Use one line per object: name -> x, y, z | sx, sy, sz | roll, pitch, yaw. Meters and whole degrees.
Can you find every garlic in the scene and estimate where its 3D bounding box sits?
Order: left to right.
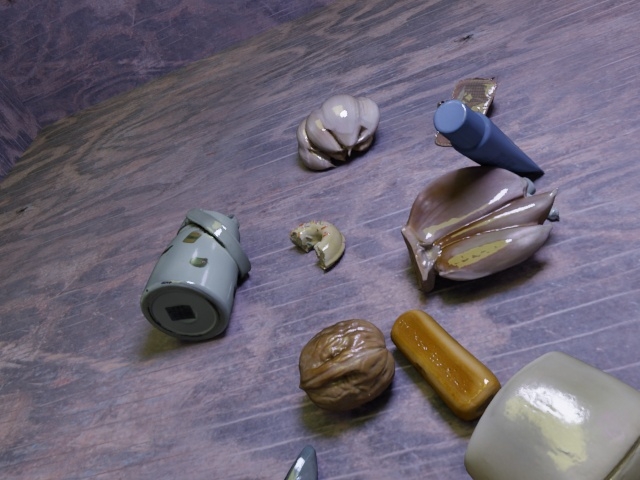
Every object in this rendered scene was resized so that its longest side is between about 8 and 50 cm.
garlic -> 0.048, -0.331, 1.560 | 0.281, 0.185, 0.203 | -20, 55, 10
garlic -> 0.318, -0.036, 1.095 | 0.325, 0.132, 0.279 | -26, 52, 4

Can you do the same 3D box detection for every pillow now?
pillow -> 0.402, -0.355, 1.436 | 0.135, 0.034, 0.211 | 12, 79, 43

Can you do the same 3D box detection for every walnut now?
walnut -> 0.043, 0.232, 0.960 | 0.184, 0.155, 0.155 | -29, 38, 3

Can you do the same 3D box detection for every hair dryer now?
hair dryer -> 0.462, -0.079, 1.140 | 0.082, 0.047, 0.137 | -37, 46, -10

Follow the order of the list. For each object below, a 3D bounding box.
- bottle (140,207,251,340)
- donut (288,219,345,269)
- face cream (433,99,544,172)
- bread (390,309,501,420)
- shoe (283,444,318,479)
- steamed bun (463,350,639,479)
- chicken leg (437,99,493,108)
bottle -> -0.293, 0.058, 1.319 | 0.229, 0.229, 0.352 | -14, 37, 17
donut -> 0.002, -0.004, 1.312 | 0.108, 0.065, 0.166 | -39, 39, -13
face cream -> 0.358, -0.201, 1.114 | 0.135, 0.385, 0.086 | 12, 89, 40
bread -> 0.219, 0.215, 0.929 | 0.092, 0.074, 0.239 | -47, 38, 3
shoe -> -0.040, 0.441, 0.853 | 0.078, 0.079, 0.195 | 29, 49, 8
steamed bun -> 0.339, 0.277, 0.723 | 0.250, 0.155, 0.200 | -43, 40, -13
chicken leg -> 0.419, -0.403, 1.512 | 0.178, 0.070, 0.093 | 4, 54, 44
